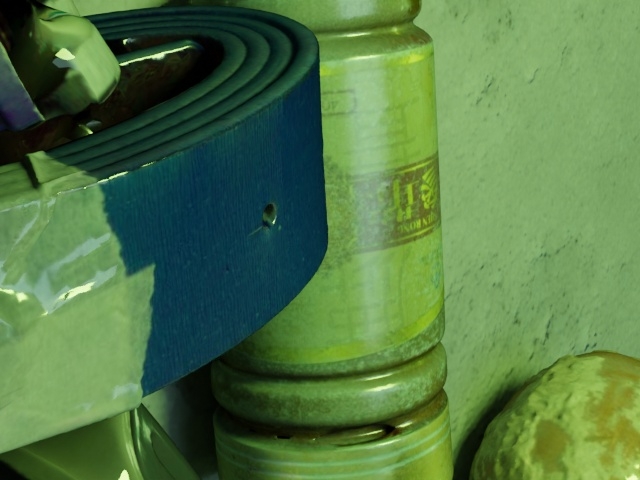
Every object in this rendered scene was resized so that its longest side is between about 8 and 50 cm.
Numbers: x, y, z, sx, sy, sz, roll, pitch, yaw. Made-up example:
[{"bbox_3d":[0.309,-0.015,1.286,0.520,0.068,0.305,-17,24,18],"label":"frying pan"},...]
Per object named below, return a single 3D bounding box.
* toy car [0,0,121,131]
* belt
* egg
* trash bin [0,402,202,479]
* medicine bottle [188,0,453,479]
[{"bbox_3d":[-0.195,-0.115,0.577,0.158,0.235,0.172,-30,120,-6],"label":"toy car"},{"bbox_3d":[-0.136,-0.012,0.668,0.347,0.212,0.117,-26,125,-42],"label":"belt"},{"bbox_3d":[0.216,0.200,1.162,0.195,0.195,0.233,48,51,-43],"label":"egg"},{"bbox_3d":[-0.161,0.215,0.717,0.290,0.182,0.209,-51,133,-26],"label":"trash bin"},{"bbox_3d":[0.000,0.000,0.895,0.151,0.151,0.323,-19,110,-48],"label":"medicine bottle"}]
